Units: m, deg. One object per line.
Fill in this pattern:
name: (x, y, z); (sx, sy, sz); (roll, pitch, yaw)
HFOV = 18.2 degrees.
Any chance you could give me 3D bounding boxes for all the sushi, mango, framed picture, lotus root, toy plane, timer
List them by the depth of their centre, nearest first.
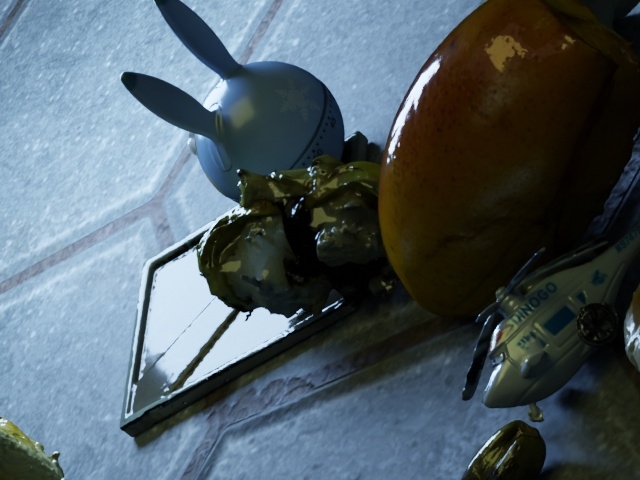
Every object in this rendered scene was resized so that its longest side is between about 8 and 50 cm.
lotus root: (0.147, 0.193, 1.640); (0.054, 0.049, 0.099); (39, 96, 40)
toy plane: (0.233, 0.039, 1.680); (0.273, 0.107, 0.182); (-36, -19, -23)
mango: (0.156, -0.070, 1.736); (0.350, 0.199, 0.201); (-63, 0, 38)
sushi: (0.000, -0.006, 1.936); (0.291, 0.139, 0.131); (-14, 54, 35)
timer: (-0.098, -0.128, 2.087); (0.175, 0.255, 0.175); (-158, 90, -78)
framed picture: (-0.082, 0.047, 2.132); (0.335, 0.022, 0.247); (-31, 37, 32)

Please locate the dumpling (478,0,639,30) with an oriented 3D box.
dumpling: (0.223, -0.206, 1.844); (0.166, 0.216, 0.126); (-31, 53, 5)

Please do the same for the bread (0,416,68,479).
bread: (-0.334, 0.267, 2.138); (0.174, 0.133, 0.251); (-154, 56, -62)

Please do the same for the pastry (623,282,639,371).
pastry: (0.304, 0.056, 1.534); (0.166, 0.088, 0.166); (-35, 33, 27)
